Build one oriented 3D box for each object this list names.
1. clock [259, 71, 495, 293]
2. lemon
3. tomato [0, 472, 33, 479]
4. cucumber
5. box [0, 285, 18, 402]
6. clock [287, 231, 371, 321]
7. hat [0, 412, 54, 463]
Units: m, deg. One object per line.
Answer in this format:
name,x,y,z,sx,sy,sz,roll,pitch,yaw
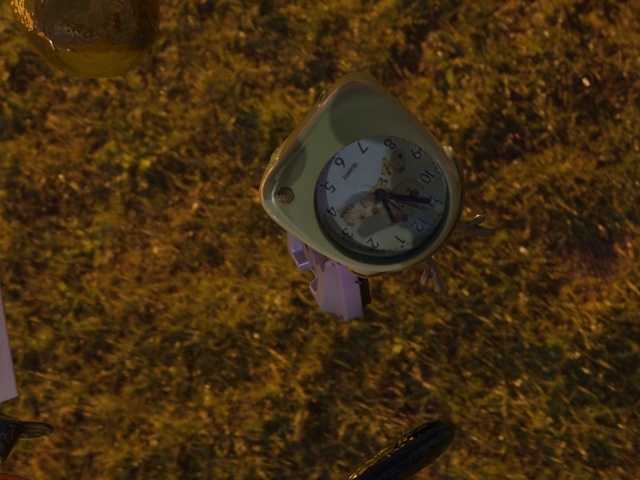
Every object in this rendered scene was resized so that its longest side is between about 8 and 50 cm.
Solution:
clock,0.087,-0.062,1.464,0.235,0.308,0.096,-49,12,16
lemon,-0.348,-0.346,1.575,0.260,0.204,0.204,34,90,27
tomato,-0.264,0.231,0.796,0.199,0.228,0.112,-40,61,54
cucumber,0.048,0.304,1.263,0.284,0.056,0.056,-38,57,-8
box,-0.631,0.133,1.828,0.203,0.116,0.274,29,129,46
clock,0.000,0.000,1.783,0.083,0.186,0.253,-22,49,-10
hat,-0.327,0.191,1.048,0.121,0.121,0.050,6,65,31
